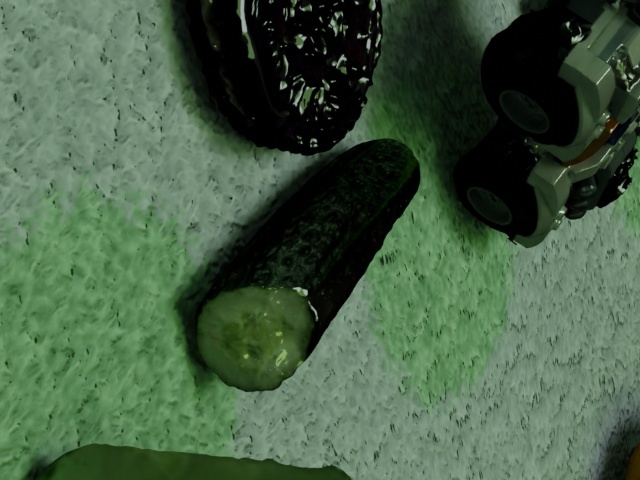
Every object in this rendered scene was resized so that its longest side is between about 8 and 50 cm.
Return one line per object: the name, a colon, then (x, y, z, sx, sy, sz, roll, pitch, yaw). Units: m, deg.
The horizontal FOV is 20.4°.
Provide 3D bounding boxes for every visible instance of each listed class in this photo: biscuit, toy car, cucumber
biscuit: (-0.021, -0.148, 1.127, 0.194, 0.053, 0.194, -2, 92, -59)
toy car: (0.201, -0.111, 1.328, 0.193, 0.118, 0.301, -50, 165, -24)
cucumber: (0.001, 0.001, 1.149, 0.241, 0.074, 0.074, -53, 133, -48)

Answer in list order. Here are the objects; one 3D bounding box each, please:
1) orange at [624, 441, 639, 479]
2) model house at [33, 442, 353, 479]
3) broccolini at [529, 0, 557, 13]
orange: (0.366, 0.258, 1.645, 0.240, 0.171, 0.240, 2, 88, -63)
model house: (-0.064, 0.244, 0.972, 0.189, 0.195, 0.214, 64, 30, -60)
broccolini: (0.207, -0.274, 1.486, 0.123, 0.062, 0.271, -50, 139, -66)
